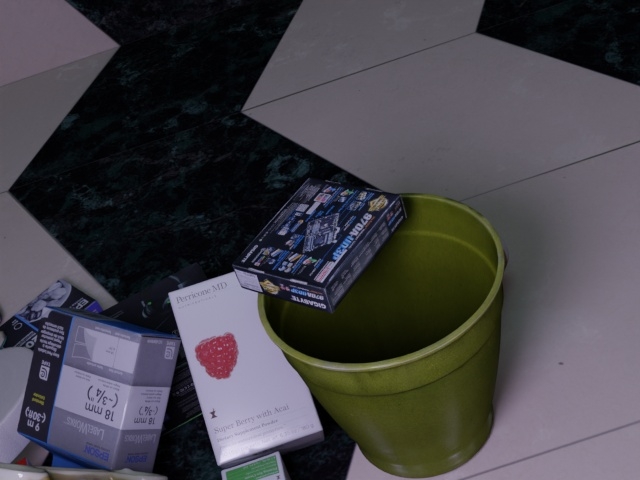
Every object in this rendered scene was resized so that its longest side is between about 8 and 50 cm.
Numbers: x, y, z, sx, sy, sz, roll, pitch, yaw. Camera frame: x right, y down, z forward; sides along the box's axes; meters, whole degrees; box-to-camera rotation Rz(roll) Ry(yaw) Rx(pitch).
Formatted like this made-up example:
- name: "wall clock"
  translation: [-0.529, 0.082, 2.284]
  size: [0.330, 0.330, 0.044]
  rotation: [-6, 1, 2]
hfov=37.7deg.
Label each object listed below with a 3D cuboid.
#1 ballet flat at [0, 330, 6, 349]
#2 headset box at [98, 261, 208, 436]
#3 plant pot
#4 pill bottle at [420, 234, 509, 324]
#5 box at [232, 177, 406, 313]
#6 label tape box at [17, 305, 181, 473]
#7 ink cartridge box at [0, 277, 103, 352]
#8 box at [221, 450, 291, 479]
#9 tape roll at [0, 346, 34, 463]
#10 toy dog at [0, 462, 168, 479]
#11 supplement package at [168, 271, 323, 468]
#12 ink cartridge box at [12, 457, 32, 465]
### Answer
- name: "ballet flat"
  translation: [-0.719, 0.252, 1.944]
  size: [0.057, 0.052, 0.168]
  rotation: [16, 68, 49]
- name: "headset box"
  translation: [-0.285, 0.201, 1.797]
  size: [0.246, 0.131, 0.283]
  rotation: [-29, 39, -11]
- name: "plant pot"
  translation: [0.130, 0.177, 1.469]
  size: [0.366, 0.353, 0.366]
  rotation: [-12, 38, 10]
- name: "pill bottle"
  translation: [0.252, 0.088, 1.704]
  size: [0.131, 0.131, 0.229]
  rotation: [5, 44, 28]
- name: "box"
  translation: [0.000, 0.000, 1.410]
  size: [0.175, 0.051, 0.220]
  rotation: [13, 48, 34]
- name: "label tape box"
  translation: [-0.388, 0.299, 1.590]
  size: [0.240, 0.106, 0.334]
  rotation: [10, 88, 33]
- name: "ink cartridge box"
  translation: [-0.574, 0.189, 2.006]
  size: [0.208, 0.045, 0.206]
  rotation: [23, 54, 39]
- name: "box"
  translation: [-0.093, 0.409, 1.488]
  size: [0.101, 0.102, 0.087]
  rotation: [-19, 40, -1]
- name: "tape roll"
  translation: [-0.674, 0.355, 1.747]
  size: [0.392, 0.072, 0.392]
  rotation: [-24, 26, 13]
- name: "toy dog"
  translation: [-0.323, 0.525, 1.280]
  size: [0.395, 0.284, 0.408]
  rotation: [-6, 75, 47]
- name: "supplement package"
  translation: [-0.121, 0.213, 1.563]
  size: [0.177, 0.175, 0.293]
  rotation: [-18, 73, -4]
- name: "ink cartridge box"
  translation: [-0.563, 0.547, 1.502]
  size: [0.309, 0.130, 0.272]
  rotation: [-27, 40, -10]
